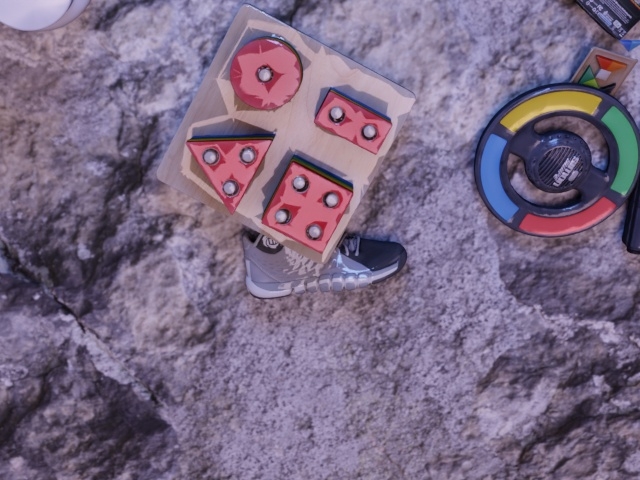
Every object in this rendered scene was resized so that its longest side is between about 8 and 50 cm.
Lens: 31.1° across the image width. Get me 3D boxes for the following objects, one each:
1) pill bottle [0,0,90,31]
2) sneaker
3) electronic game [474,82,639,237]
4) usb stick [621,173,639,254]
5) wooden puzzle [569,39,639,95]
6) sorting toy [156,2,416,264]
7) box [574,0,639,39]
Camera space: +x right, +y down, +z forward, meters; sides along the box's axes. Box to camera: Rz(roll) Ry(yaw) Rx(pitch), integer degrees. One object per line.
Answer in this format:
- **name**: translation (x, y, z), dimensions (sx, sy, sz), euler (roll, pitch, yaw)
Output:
- **pill bottle**: translation (-0.320, -0.318, 1.316), dimensions (0.136, 0.246, 0.136), euler (-2, 114, -4)
- **sneaker**: translation (0.000, 0.000, 1.577), dimensions (0.228, 0.086, 0.132), euler (-11, 112, 1)
- **electronic game**: translation (0.323, -0.106, 1.567), dimensions (0.229, 0.048, 0.229), euler (-1, 119, -2)
- **usb stick**: translation (0.474, -0.110, 1.588), dimensions (0.077, 0.045, 0.278), euler (2, 114, -5)
- **wooden puzzle**: translation (0.374, -0.220, 1.524), dimensions (0.078, 0.014, 0.116), euler (6, 137, -12)
- **sorting toy**: translation (-0.047, -0.129, 1.470), dimensions (0.255, 0.089, 0.257), euler (28, 102, -5)
- **box**: translation (0.377, -0.383, 1.458), dimensions (0.190, 0.045, 0.184), euler (38, 104, -18)
